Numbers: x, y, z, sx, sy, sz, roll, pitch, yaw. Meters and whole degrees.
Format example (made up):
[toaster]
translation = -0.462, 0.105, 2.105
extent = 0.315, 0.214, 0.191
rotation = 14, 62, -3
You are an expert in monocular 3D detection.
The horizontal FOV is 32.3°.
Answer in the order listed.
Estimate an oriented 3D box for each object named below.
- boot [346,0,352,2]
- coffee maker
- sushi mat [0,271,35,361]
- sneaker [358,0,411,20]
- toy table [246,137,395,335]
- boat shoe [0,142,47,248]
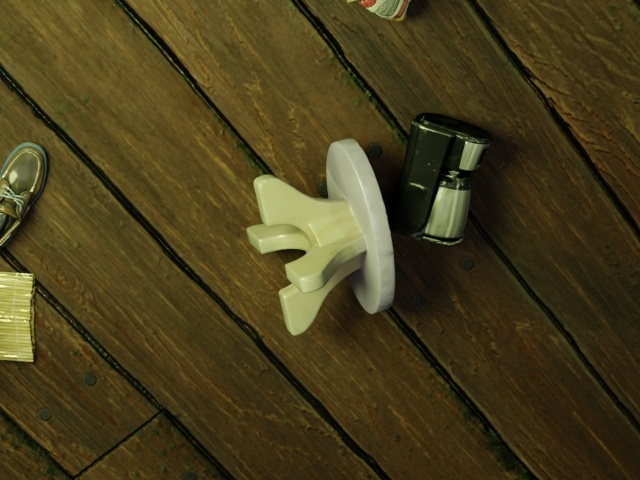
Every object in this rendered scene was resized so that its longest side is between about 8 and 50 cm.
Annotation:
[boot]
translation = 0.078, -0.426, 1.482
extent = 0.197, 0.073, 0.152
rotation = -39, 106, -5
[coffee maker]
translation = 0.158, -0.098, 1.676
extent = 0.171, 0.120, 0.178
rotation = 9, 109, -8
[sushi mat]
translation = -0.609, 0.112, 1.735
extent = 0.316, 0.019, 0.151
rotation = 4, 110, -7
[sneaker]
translation = 0.145, -0.415, 1.584
extent = 0.092, 0.088, 0.225
rotation = 31, 106, -37
[toy table]
translation = 0.000, 0.000, 1.651
extent = 0.161, 0.252, 0.274
rotation = -18, 102, -16
[boat shoe]
translation = -0.462, -0.058, 1.659
extent = 0.066, 0.066, 0.183
rotation = 22, 107, -13
